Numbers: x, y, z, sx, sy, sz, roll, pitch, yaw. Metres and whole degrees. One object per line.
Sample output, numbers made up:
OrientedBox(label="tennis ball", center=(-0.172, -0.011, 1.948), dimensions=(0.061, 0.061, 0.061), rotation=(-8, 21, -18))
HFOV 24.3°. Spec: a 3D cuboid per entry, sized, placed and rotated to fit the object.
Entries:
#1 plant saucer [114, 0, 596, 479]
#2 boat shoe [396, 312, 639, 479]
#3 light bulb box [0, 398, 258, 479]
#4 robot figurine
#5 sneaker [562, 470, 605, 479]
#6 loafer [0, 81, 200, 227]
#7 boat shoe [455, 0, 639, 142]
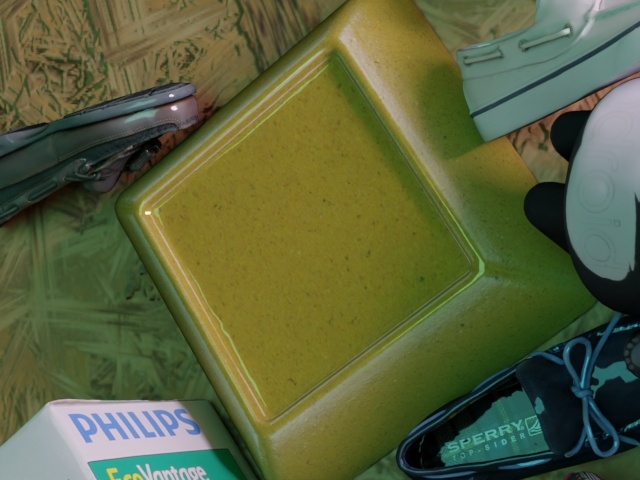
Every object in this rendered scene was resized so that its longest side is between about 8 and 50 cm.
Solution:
OrientedBox(label="plant saucer", center=(0.000, 0.000, 1.195), dimensions=(0.333, 0.081, 0.333), rotation=(-38, 70, 18))
OrientedBox(label="boat shoe", center=(0.175, 0.130, 1.088), dimensions=(0.258, 0.089, 0.109), rotation=(-34, 72, 20))
OrientedBox(label="light bulb box", center=(-0.176, 0.367, 1.168), dimensions=(0.358, 0.225, 0.361), rotation=(-41, 68, 19))
OrientedBox(label="robot figurine", center=(0.277, -0.022, 0.988), dimensions=(0.278, 0.174, 0.209), rotation=(8, 111, 45))
OrientedBox(label="sneaker", center=(0.295, 0.239, 1.017), dimensions=(0.299, 0.121, 0.112), rotation=(27, 68, 27))
OrientedBox(label="loafer", center=(-0.209, -0.073, 1.313), dimensions=(0.267, 0.096, 0.084), rotation=(-12, 100, 32))
OrientedBox(label="boat shoe", center=(0.190, -0.151, 1.052), dimensions=(0.267, 0.096, 0.088), rotation=(-26, 90, 59))
